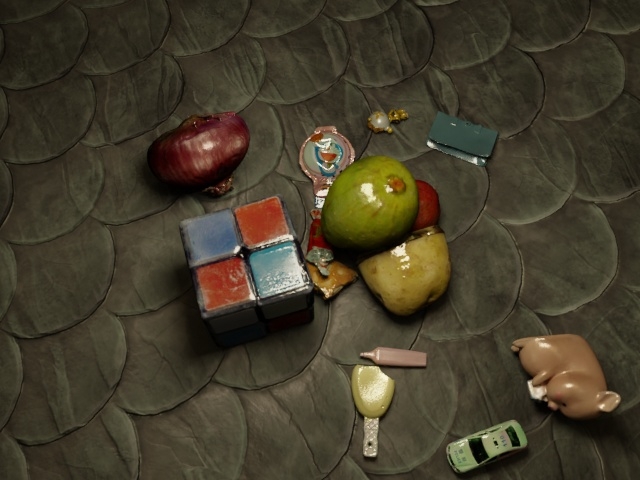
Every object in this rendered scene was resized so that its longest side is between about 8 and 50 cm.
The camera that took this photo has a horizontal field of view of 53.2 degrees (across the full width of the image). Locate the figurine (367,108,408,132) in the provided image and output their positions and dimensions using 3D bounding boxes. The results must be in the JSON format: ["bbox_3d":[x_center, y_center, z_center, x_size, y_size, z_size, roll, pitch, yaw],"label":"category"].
[{"bbox_3d":[0.232,-0.413,2.190,0.143,0.068,0.101,0,51,1],"label":"figurine"}]

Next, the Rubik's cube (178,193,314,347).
[{"bbox_3d":[-0.205,0.094,1.854,0.313,0.316,0.319,-16,68,-6],"label":"Rubik's cube"}]

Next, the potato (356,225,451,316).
[{"bbox_3d":[0.266,0.104,1.901,0.285,0.242,0.243,-17,67,-16],"label":"potato"}]

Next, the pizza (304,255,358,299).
[{"bbox_3d":[0.024,0.120,1.959,0.181,0.063,0.161,10,41,-4],"label":"pizza"}]

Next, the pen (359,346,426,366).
[{"bbox_3d":[0.214,0.346,1.889,0.197,0.032,0.053,6,68,1],"label":"pen"}]

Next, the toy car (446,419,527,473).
[{"bbox_3d":[0.460,0.570,1.764,0.224,0.076,0.090,-18,69,-6],"label":"toy car"}]

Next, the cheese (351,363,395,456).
[{"bbox_3d":[0.149,0.484,1.823,0.127,0.050,0.256,2,69,1],"label":"cheese"}]

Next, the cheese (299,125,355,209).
[{"bbox_3d":[0.023,-0.242,2.119,0.188,0.074,0.286,-1,81,3],"label":"cheese"}]

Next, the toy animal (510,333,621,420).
[{"bbox_3d":[0.677,0.379,1.779,0.212,0.195,0.256,-17,70,3],"label":"toy animal"}]

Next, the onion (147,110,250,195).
[{"bbox_3d":[-0.369,-0.260,2.040,0.347,0.347,0.286,-30,112,-11],"label":"onion"}]

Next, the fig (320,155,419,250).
[{"bbox_3d":[0.129,-0.086,1.834,0.258,0.326,0.258,20,50,-26],"label":"fig"}]

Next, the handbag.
[{"bbox_3d":[0.480,-0.349,2.167,0.221,0.057,0.144,20,62,11],"label":"handbag"}]

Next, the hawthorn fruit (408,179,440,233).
[{"bbox_3d":[0.293,-0.100,1.999,0.251,0.190,0.190,-29,69,-25],"label":"hawthorn fruit"}]

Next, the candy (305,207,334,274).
[{"bbox_3d":[0.001,0.001,1.990,0.086,0.059,0.292,11,45,-8],"label":"candy"}]
